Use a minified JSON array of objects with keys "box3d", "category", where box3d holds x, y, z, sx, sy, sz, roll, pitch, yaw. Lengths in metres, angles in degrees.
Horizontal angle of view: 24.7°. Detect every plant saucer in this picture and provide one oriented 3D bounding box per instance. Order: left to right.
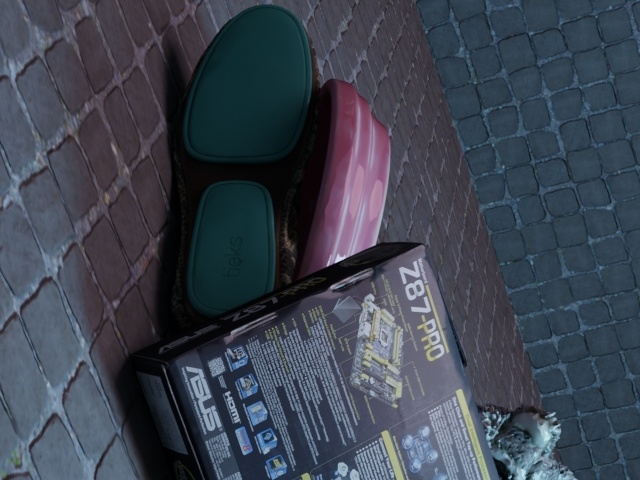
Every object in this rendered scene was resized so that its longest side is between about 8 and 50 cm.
[{"box3d":[0.008,-0.023,1.731,0.332,0.084,0.332,-167,-90,-82],"category":"plant saucer"}]

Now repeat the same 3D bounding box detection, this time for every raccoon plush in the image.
[{"box3d":[0.193,0.216,2.101,0.216,0.299,0.446,55,24,-52],"category":"raccoon plush"}]

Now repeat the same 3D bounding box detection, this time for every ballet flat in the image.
[{"box3d":[-0.089,-0.045,1.663,0.182,0.164,0.482,92,1,-54],"category":"ballet flat"}]

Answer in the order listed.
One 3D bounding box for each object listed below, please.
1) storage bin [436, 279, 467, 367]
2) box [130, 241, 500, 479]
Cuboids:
[{"box3d":[0.163,0.141,2.431,0.122,0.084,0.180,20,49,-65],"category":"storage bin"},{"box3d":[0.020,0.236,1.468,0.097,0.318,0.394,1,-67,61],"category":"box"}]
